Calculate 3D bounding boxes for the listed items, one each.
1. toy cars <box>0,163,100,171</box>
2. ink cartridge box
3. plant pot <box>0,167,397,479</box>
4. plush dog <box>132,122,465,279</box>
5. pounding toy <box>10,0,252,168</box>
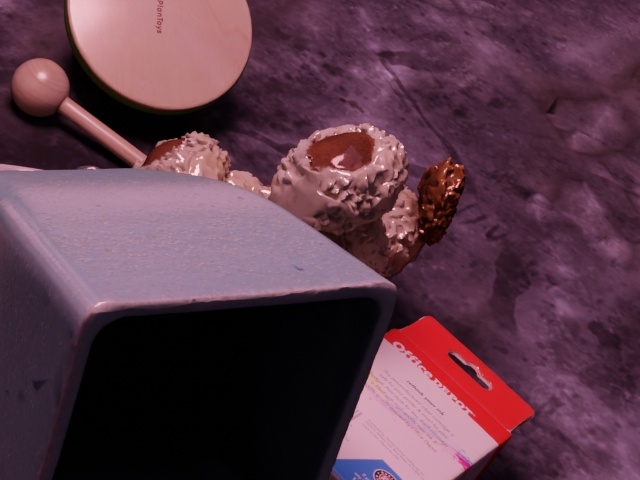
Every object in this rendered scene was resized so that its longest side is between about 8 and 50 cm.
[{"bbox_3d":[-0.305,-0.043,1.310,0.393,0.176,0.087,24,67,-40],"label":"toy cars"},{"bbox_3d":[0.055,0.158,1.392,0.134,0.078,0.231,43,37,17],"label":"ink cartridge box"},{"bbox_3d":[-0.143,0.074,1.230,0.247,0.247,0.252,-3,33,-38],"label":"plant pot"},{"bbox_3d":[0.000,0.000,1.468,0.262,0.211,0.225,-1,12,38],"label":"plush dog"},{"bbox_3d":[-0.179,-0.170,1.641,0.183,0.110,0.237,35,63,-12],"label":"pounding toy"}]
